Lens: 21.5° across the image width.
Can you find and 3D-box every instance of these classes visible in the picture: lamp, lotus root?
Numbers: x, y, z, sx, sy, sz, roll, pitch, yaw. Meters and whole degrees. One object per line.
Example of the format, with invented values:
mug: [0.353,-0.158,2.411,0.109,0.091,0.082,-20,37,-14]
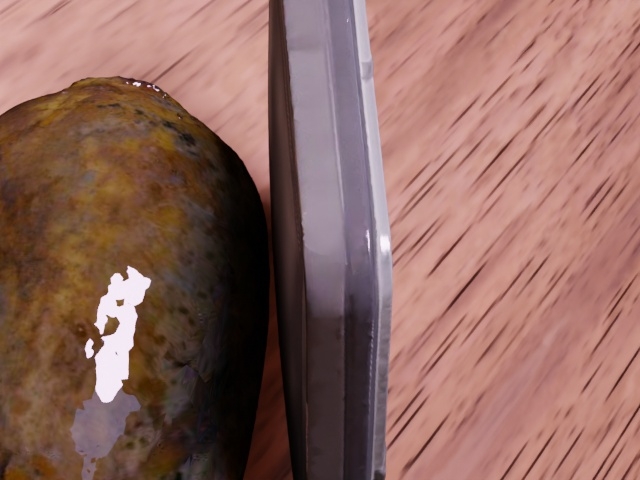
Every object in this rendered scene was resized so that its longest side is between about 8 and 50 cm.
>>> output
lamp: [0.000,0.000,0.803,0.047,0.269,0.266,-2,50,-2]
lotus root: [-0.107,0.052,0.768,0.160,0.152,0.275,36,50,-45]
